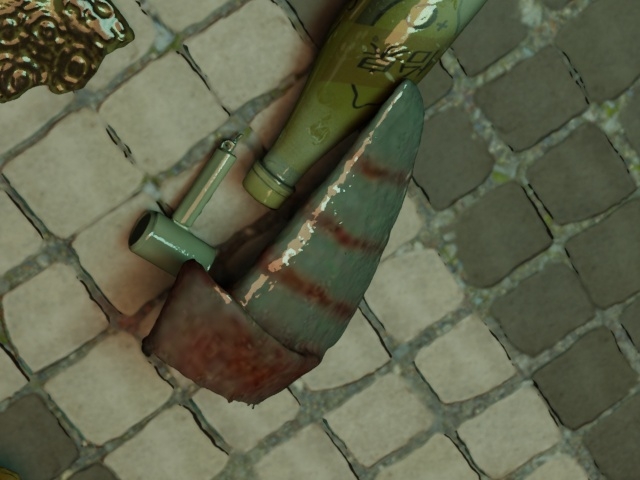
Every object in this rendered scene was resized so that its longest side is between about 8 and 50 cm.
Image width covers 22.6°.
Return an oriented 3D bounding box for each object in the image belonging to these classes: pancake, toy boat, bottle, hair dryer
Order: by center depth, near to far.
[{"bbox_3d":[-0.232,-0.125,1.196,0.190,0.020,0.184,-6,110,-10],"label":"pancake"},{"bbox_3d":[0.034,-0.135,1.219,0.083,0.083,0.270,36,100,-22],"label":"bottle"},{"bbox_3d":[0.000,0.000,1.238,0.282,0.096,0.206,-54,144,7],"label":"toy boat"},{"bbox_3d":[-0.093,-0.030,1.258,0.063,0.038,0.124,33,92,-23],"label":"hair dryer"}]

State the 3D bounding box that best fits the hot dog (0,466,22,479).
[{"bbox_3d":[-0.373,0.296,1.253,0.348,0.117,0.158,-18,98,-6],"label":"hot dog"}]
